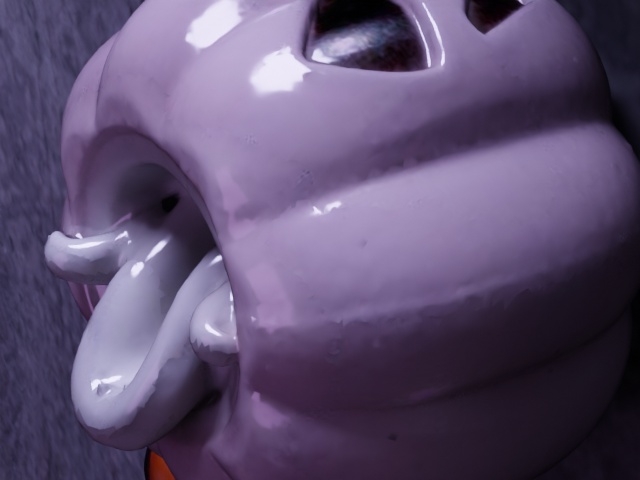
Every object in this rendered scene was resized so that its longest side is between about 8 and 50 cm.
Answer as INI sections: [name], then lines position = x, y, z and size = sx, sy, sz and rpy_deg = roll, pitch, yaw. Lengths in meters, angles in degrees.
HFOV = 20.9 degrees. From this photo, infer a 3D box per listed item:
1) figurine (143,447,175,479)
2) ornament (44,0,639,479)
[figurine]
position = -0.039, 0.122, 0.702
size = 0.075, 0.068, 0.140
rpy_deg = 42, 138, 45
[ornament]
position = 0.000, 0.000, 0.497
size = 0.177, 0.177, 0.177
rpy_deg = 30, 128, 48
